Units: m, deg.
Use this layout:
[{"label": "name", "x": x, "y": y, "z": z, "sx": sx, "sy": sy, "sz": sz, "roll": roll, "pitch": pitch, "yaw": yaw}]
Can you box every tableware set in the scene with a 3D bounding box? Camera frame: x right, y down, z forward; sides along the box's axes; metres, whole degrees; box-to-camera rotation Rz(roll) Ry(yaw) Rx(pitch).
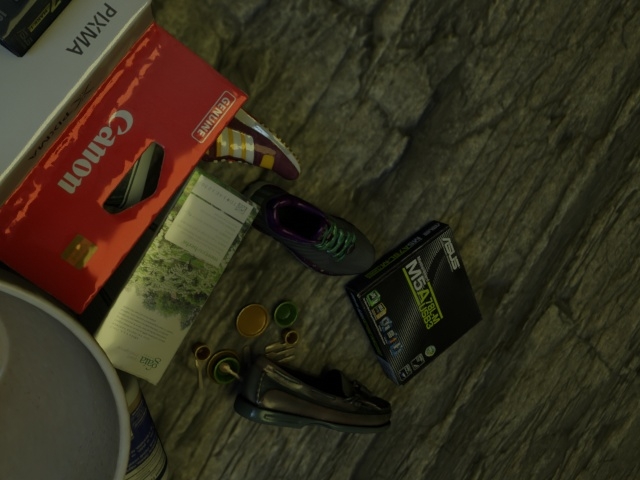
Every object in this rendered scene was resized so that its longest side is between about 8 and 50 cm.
[{"label": "tableware set", "x": -0.096, "y": 0.138, "z": 0.851, "sx": 0.154, "sy": 0.024, "sz": 0.104, "roll": -12, "pitch": 108, "yaw": -27}]

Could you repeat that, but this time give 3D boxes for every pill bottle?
[{"label": "pill bottle", "x": -0.241, "y": 0.255, "z": 0.744, "sx": 0.112, "sy": 0.112, "sz": 0.186, "roll": -23, "pitch": 114, "yaw": -24}]

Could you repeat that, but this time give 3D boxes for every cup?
[{"label": "cup", "x": -0.363, "y": 0.145, "z": 0.563, "sx": 0.331, "sy": 0.237, "sz": 0.331, "roll": -9, "pitch": 110, "yaw": -27}]

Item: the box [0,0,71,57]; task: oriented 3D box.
[{"label": "box", "x": -0.302, "y": -0.302, "z": 0.542, "sx": 0.233, "sy": 0.059, "sz": 0.183, "roll": 36, "pitch": 83, "yaw": -9}]

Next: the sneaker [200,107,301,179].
[{"label": "sneaker", "x": -0.107, "y": -0.116, "z": 0.758, "sx": 0.185, "sy": 0.069, "sz": 0.084, "roll": 39, "pitch": 91, "yaw": -26}]

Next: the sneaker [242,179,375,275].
[{"label": "sneaker", "x": 0.000, "y": 0.000, "z": 0.827, "sx": 0.224, "sy": 0.098, "sz": 0.083, "roll": 26, "pitch": 89, "yaw": -33}]

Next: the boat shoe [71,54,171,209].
[{"label": "boat shoe", "x": -0.219, "y": -0.126, "z": 0.682, "sx": 0.083, "sy": 0.065, "sz": 0.183, "roll": 11, "pitch": 98, "yaw": -34}]

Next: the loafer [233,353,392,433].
[{"label": "loafer", "x": 0.008, "y": 0.214, "z": 0.887, "sx": 0.267, "sy": 0.096, "sz": 0.084, "roll": 16, "pitch": 88, "yaw": -39}]

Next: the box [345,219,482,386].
[{"label": "box", "x": 0.148, "y": 0.096, "z": 0.973, "sx": 0.184, "sy": 0.045, "sz": 0.190, "roll": -33, "pitch": 118, "yaw": -17}]

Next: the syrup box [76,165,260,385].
[{"label": "syrup box", "x": -0.178, "y": 0.032, "z": 0.731, "sx": 0.093, "sy": 0.096, "sz": 0.237, "roll": 32, "pitch": 86, "yaw": -31}]

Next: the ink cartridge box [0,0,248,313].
[{"label": "ink cartridge box", "x": -0.255, "y": -0.117, "z": 0.614, "sx": 0.261, "sy": 0.066, "sz": 0.296, "roll": 37, "pitch": 83, "yaw": -10}]
